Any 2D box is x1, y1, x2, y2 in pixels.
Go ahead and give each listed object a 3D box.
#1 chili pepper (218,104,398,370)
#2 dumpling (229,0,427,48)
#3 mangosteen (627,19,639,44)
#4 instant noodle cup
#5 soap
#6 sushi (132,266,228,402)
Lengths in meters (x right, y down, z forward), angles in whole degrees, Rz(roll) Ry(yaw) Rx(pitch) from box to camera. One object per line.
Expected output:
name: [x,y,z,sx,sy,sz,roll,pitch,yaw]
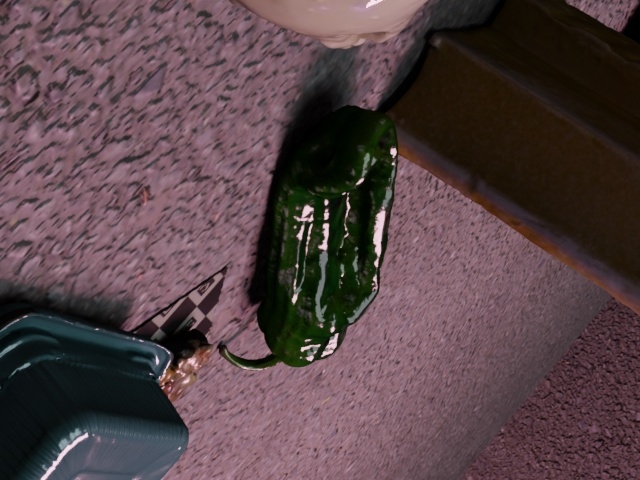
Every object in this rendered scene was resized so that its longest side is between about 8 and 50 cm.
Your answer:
chili pepper: [0.001,0.005,0.834,0.100,0.074,0.257,-35,152,-34]
dumpling: [0.004,-0.156,0.468,0.181,0.111,0.155,153,-50,-74]
mangosteen: [0.377,-0.174,1.275,0.152,0.152,0.152,-45,162,-19]
instant noodle cup: [-0.147,0.120,0.665,0.157,0.070,0.179,-51,158,4]
soap: [0.214,-0.053,0.893,0.259,0.281,0.143,-21,144,-57]
sushi: [-0.101,0.091,0.814,0.120,0.026,0.126,-37,158,-41]
